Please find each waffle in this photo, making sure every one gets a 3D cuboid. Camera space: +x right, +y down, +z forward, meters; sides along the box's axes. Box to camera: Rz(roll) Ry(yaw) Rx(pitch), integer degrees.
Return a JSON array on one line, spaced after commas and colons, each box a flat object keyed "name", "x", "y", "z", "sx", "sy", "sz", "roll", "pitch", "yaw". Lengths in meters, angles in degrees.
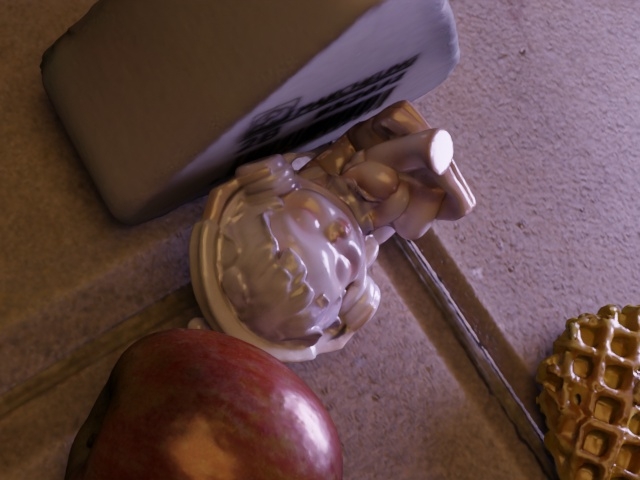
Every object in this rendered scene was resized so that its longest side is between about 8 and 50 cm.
[{"name": "waffle", "x": 0.257, "y": 0.146, "z": 1.144, "sx": 0.149, "sy": 0.051, "sz": 0.194, "roll": -9, "pitch": 74, "yaw": -19}]

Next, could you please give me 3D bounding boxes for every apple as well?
[{"name": "apple", "x": -0.081, "y": 0.159, "z": 0.953, "sx": 0.173, "sy": 0.188, "sz": 0.188, "roll": 26, "pitch": 65, "yaw": -17}]

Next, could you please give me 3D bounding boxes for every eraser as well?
[{"name": "eraser", "x": -0.056, "y": -0.142, "z": 1.057, "sx": 0.331, "sy": 0.331, "sz": 0.150, "roll": -24, "pitch": 82, "yaw": -24}]

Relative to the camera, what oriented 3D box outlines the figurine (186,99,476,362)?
[{"name": "figurine", "x": -0.002, "y": 0.000, "z": 1.059, "sx": 0.236, "sy": 0.141, "sz": 0.163, "roll": -36, "pitch": 105, "yaw": -24}]
